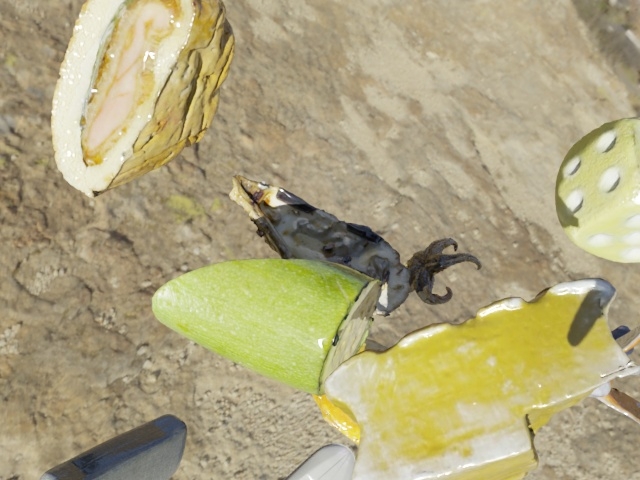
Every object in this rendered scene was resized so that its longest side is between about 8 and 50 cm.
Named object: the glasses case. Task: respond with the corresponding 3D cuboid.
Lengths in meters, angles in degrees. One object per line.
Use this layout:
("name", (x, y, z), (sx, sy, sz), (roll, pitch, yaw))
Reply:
("glasses case", (-0.379, 0.433, 1.173), (0.074, 0.131, 0.323), (26, 18, 25))

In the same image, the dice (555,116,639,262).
("dice", (0.480, -0.074, 0.971), (0.169, 0.169, 0.166), (18, 62, -16))

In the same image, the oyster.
("oyster", (-0.001, 0.003, 1.018), (0.345, 0.078, 0.128), (33, 76, -8))

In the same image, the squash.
("squash", (-0.070, 0.082, 0.862), (0.261, 0.189, 0.189), (23, 43, 19))

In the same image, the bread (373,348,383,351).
("bread", (0.118, 0.287, 1.400), (0.044, 0.110, 0.083), (15, 47, -23))

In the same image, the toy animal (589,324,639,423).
("toy animal", (0.429, 0.181, 0.992), (0.302, 0.284, 0.225), (-7, 87, -7))

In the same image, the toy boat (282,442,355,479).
("toy boat", (-0.026, 0.653, 1.671), (0.269, 0.141, 0.141), (-35, 82, -37))

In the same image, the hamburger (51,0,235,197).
("hamburger", (-0.245, -0.225, 0.923), (0.162, 0.330, 0.209), (34, 20, 11))

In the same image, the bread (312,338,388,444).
("bread", (0.097, 0.356, 1.531), (0.268, 0.145, 0.268), (22, 39, -19))

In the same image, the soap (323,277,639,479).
("soap", (0.197, 0.203, 0.740), (0.338, 0.304, 0.169), (58, 13, -57))

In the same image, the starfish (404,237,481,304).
("starfish", (0.220, 0.050, 1.238), (0.074, 0.190, 0.146), (39, 85, -20))
